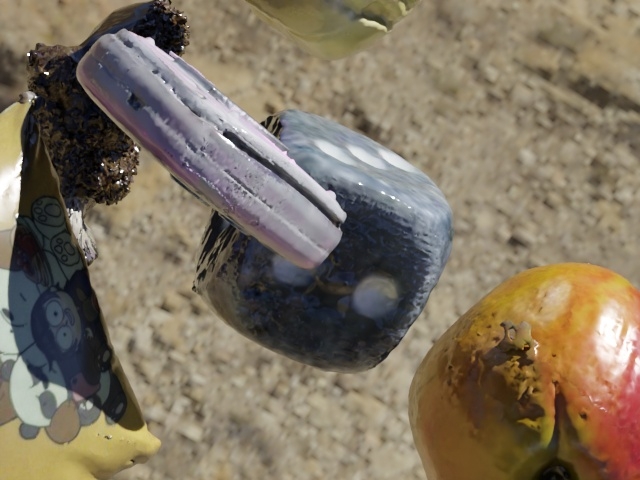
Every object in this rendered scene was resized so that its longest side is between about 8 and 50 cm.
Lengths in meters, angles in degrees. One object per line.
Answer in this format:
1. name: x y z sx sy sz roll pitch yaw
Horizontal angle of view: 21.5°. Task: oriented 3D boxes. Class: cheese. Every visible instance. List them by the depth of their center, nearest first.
1. cheese: 0.012 -0.286 1.574 0.226 0.214 0.117 47 10 35

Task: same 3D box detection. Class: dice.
1. dice: 0.000 0.000 1.512 0.183 0.181 0.182 24 18 -16

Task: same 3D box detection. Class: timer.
1. timer: -0.076 -0.068 1.233 0.191 0.069 0.208 43 5 38

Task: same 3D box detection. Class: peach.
1. peach: 0.247 0.188 1.821 0.290 0.372 0.372 -12 44 14

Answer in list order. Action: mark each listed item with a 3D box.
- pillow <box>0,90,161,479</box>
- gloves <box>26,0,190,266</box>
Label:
1. pillow: -0.263 0.092 1.167 0.119 0.310 0.312 4 26 44
2. gloves: -0.239 -0.119 1.736 0.135 0.312 0.210 27 11 1
